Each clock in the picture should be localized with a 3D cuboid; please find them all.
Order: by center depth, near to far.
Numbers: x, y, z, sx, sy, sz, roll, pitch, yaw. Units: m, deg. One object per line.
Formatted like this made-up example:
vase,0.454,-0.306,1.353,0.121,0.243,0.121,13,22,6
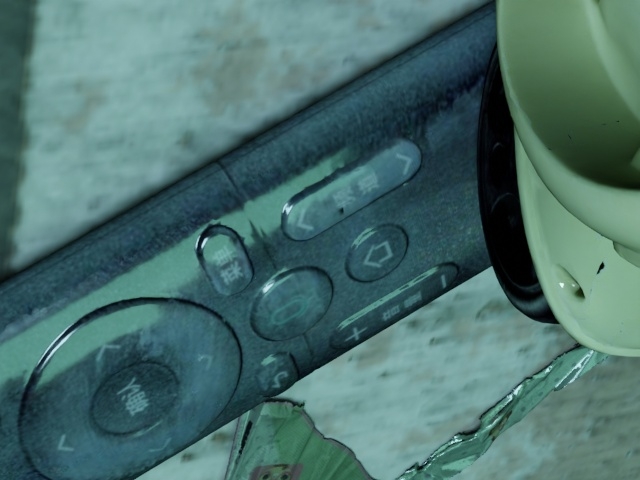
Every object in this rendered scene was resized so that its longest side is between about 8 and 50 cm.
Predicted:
clock,0.116,-0.113,0.455,0.120,0.276,0.379,-3,116,-12

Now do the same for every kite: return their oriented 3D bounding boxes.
kite,0.033,0.110,0.797,0.250,0.012,0.229,-41,138,1

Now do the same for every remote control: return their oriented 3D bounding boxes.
remote control,0.000,0.000,0.657,0.378,0.044,0.107,-31,132,-9
